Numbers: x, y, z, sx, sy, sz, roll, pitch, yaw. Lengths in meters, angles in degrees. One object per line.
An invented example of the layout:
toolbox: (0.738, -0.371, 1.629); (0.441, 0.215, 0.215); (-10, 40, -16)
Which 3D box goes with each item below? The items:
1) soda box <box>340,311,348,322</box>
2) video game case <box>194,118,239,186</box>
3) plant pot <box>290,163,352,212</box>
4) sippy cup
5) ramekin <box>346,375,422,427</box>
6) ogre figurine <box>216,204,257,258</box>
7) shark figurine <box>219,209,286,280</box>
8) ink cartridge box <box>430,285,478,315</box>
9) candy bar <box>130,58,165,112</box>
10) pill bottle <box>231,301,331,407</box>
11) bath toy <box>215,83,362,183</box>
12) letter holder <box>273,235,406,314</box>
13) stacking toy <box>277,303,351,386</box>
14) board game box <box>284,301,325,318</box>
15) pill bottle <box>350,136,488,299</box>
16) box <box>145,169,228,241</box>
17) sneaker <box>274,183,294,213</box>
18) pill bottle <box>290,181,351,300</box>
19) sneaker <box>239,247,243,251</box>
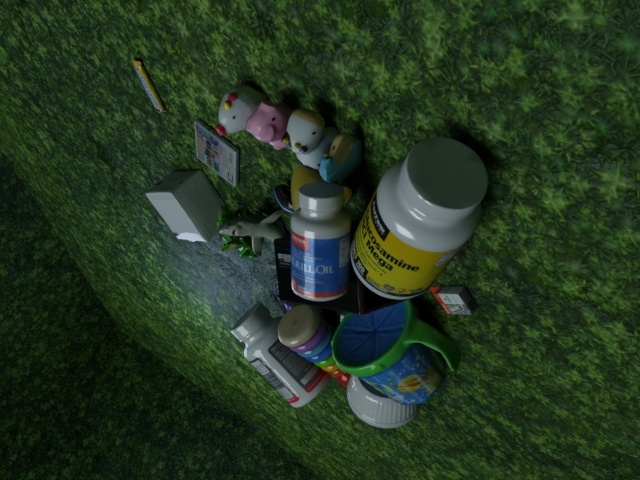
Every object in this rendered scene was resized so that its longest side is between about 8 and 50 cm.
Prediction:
soda box: (0.093, 0.246, 1.923); (0.063, 0.058, 0.183); (33, 151, 21)
video game case: (-0.268, -0.225, 1.802); (0.143, 0.019, 0.157); (38, 153, 13)
plant pot: (-0.011, -0.118, 1.498); (0.095, 0.134, 0.134); (65, 159, 19)
sippy cup: (0.184, 0.276, 1.682); (0.224, 0.240, 0.305); (46, 180, -28)
ramekin: (0.176, 0.383, 1.853); (0.207, 0.207, 0.109); (30, 141, 26)
ogre figurine: (-0.233, -0.024, 1.922); (0.096, 0.197, 0.118); (-31, 64, 29)
shark figurine: (-0.145, -0.022, 1.869); (0.116, 0.166, 0.278); (55, -176, 40)
ink cartridge box: (0.284, 0.132, 1.525); (0.063, 0.029, 0.115); (54, 152, -19)
candy bar: (-0.446, -0.400, 1.803); (0.040, 0.018, 0.162); (21, 144, 39)
pill bottle: (-0.126, 0.351, 2.165); (0.318, 0.176, 0.176); (48, 153, -8)
bath toy: (-0.084, -0.225, 1.424); (0.348, 0.129, 0.151); (29, 150, 30)
letter holder: (0.067, 0.062, 1.630); (0.301, 0.214, 0.152); (4, 101, 51)
stacking toy: (0.020, 0.331, 2.044); (0.141, 0.141, 0.330); (9, 147, 49)
board game box: (-0.040, 0.273, 2.173); (0.136, 0.035, 0.201); (30, 150, 27)
pill bottle: (0.176, -0.035, 1.262); (0.188, 0.188, 0.334); (39, 153, 10)
box: (-0.383, -0.102, 2.026); (0.180, 0.119, 0.182); (5, 134, 51)
sneaker: (-0.028, -0.089, 1.626); (0.188, 0.067, 0.078); (31, 129, 28)
pill bottle: (0.000, 0.000, 1.405); (0.124, 0.124, 0.222); (21, 123, 38)
sneaker: (-0.239, -0.003, 2.061); (0.098, 0.038, 0.069); (34, 152, -1)
